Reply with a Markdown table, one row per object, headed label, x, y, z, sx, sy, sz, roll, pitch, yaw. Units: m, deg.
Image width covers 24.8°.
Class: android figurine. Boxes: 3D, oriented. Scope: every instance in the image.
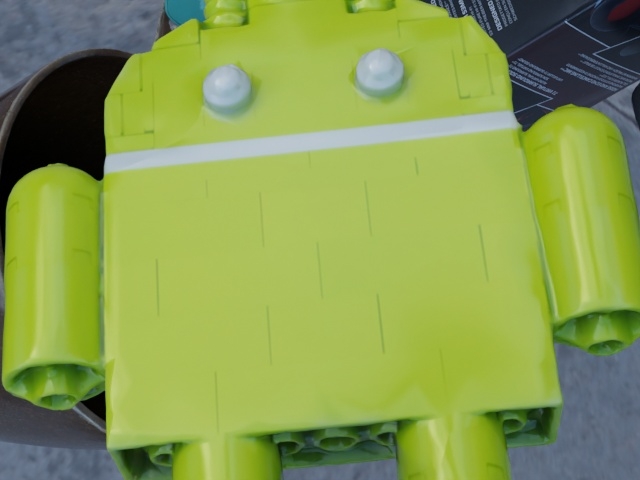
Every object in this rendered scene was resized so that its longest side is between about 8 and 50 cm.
| label | x | y | z | sx | sy | sz | roll | pitch | yaw |
| --- | --- | --- | --- | --- | --- | --- | --- | --- | --- |
| android figurine | 0.000 | 0.000 | 0.571 | 0.248 | 0.056 | 0.273 | -5 | 63 | 3 |

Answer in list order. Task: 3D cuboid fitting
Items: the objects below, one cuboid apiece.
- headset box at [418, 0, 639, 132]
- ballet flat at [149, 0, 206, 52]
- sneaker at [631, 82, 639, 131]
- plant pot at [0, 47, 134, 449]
| label | x | y | z | sx | sy | sz | roll | pitch | yaw |
| --- | --- | --- | --- | --- | --- | --- | --- | --- | --- |
| headset box | 0.089 | -0.173 | 0.825 | 0.293 | 0.110 | 0.218 | -29 | 64 | 33 |
| ballet flat | -0.100 | -0.173 | 1.212 | 0.073 | 0.067 | 0.206 | 38 | 119 | 12 |
| sneaker | 0.265 | -0.044 | 0.763 | 0.235 | 0.084 | 0.097 | 24 | 127 | -29 |
| plant pot | -0.183 | 0.026 | 0.827 | 0.230 | 0.215 | 0.215 | -14 | 103 | 33 |
